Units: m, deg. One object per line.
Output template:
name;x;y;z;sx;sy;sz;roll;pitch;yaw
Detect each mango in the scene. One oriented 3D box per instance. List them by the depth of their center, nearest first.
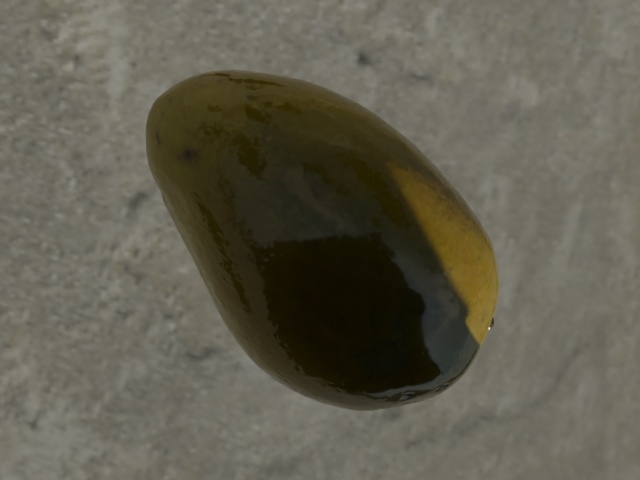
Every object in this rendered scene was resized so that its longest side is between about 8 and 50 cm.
mango;0.000;0.000;0.567;0.161;0.103;0.076;47;23;-24
